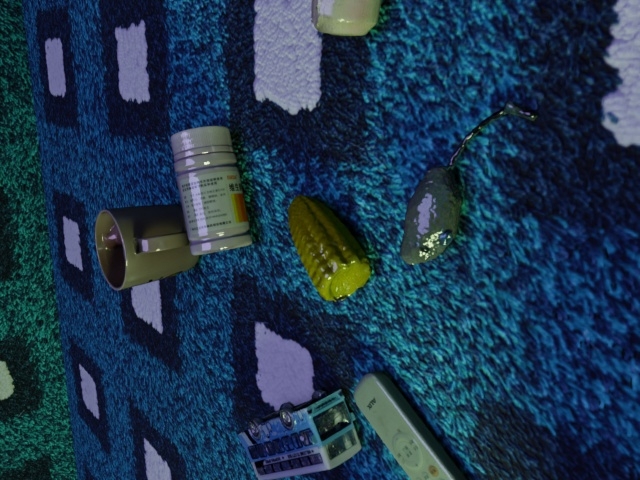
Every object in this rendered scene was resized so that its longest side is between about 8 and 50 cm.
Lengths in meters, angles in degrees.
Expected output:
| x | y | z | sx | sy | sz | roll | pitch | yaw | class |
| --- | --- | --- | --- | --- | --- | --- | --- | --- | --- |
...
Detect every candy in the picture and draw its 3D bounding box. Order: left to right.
| x | y | z | sx | sy | sz | roll | pitch | yaw | class |
| --- | --- | --- | --- | --- | --- | --- | --- | --- | --- |
| 0.000 | 0.000 | 0.894 | 0.199 | 0.094 | 0.106 | 57 | 141 | 31 | candy |

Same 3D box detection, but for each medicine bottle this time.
| x | y | z | sx | sy | sz | roll | pitch | yaw | class |
| --- | --- | --- | --- | --- | --- | --- | --- | --- | --- |
| -0.228 | -0.101 | 1.098 | 0.133 | 0.133 | 0.250 | -11 | 91 | 50 | medicine bottle |

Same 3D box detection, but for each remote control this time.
| x | y | z | sx | sy | sz | roll | pitch | yaw | class |
| --- | --- | --- | --- | --- | --- | --- | --- | --- | --- |
| 0.161 | 0.343 | 0.832 | 0.310 | 0.038 | 0.090 | 51 | 133 | 27 | remote control |

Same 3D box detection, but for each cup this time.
| x | y | z | sx | sy | sz | roll | pitch | yaw | class |
| --- | --- | --- | --- | --- | --- | --- | --- | --- | --- |
| -0.397 | 0.005 | 1.265 | 0.252 | 0.200 | 0.192 | -6 | 94 | 50 | cup |

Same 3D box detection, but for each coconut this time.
| x | y | z | sx | sy | sz | roll | pitch | yaw | class |
| --- | --- | --- | --- | --- | --- | --- | --- | --- | --- |
| 0.033 | -0.357 | 0.749 | 0.110 | 0.110 | 0.125 | 27 | 123 | 42 | coconut |

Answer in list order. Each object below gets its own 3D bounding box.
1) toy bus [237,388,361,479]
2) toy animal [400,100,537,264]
| x | y | z | sx | sy | sz | roll | pitch | yaw | class |
| --- | --- | --- | --- | --- | --- | --- | --- | --- | --- |
| -0.050 | 0.387 | 1.039 | 0.297 | 0.106 | 0.131 | -38 | 73 | 49 | toy bus |
| 0.177 | -0.076 | 0.701 | 0.079 | 0.070 | 0.253 | 28 | 113 | 1 | toy animal |
